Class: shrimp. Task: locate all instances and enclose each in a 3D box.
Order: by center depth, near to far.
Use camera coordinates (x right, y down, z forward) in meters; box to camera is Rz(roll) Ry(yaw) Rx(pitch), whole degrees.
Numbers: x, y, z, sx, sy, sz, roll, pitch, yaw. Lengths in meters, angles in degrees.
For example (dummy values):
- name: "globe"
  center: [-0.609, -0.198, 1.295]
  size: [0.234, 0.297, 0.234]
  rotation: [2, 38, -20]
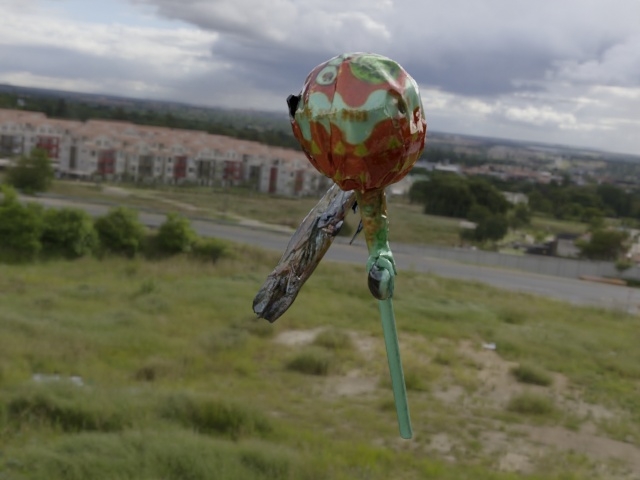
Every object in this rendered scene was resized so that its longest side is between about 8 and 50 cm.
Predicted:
- name: "shrimp"
  center: [0.000, 0.000, 0.904]
  size: [0.046, 0.219, 0.152]
  rotation: [35, -2, -8]

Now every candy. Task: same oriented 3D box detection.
- name: "candy"
  center: [0.038, 0.014, 0.579]
  size: [0.084, 0.288, 0.078]
  rotation: [3, 24, 26]
